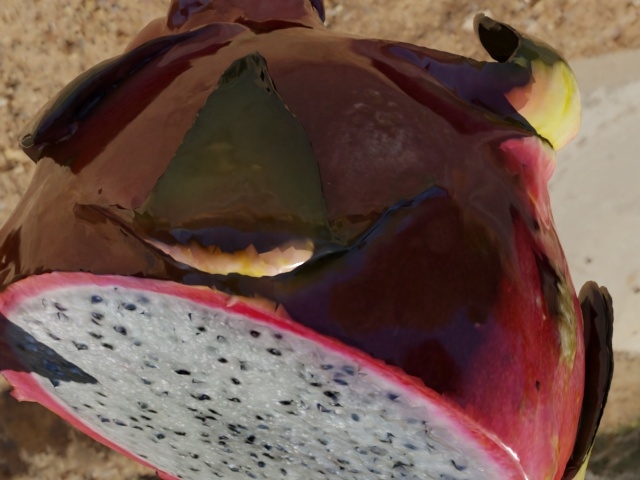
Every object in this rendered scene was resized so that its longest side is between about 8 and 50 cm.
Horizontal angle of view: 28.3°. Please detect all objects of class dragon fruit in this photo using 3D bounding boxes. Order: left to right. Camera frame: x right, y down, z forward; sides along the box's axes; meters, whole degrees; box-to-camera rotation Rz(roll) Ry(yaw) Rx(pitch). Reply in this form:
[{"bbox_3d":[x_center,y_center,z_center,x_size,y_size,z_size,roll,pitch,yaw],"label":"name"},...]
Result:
[{"bbox_3d":[0.000,0.000,0.611,0.305,0.225,0.305,17,150,10],"label":"dragon fruit"}]
